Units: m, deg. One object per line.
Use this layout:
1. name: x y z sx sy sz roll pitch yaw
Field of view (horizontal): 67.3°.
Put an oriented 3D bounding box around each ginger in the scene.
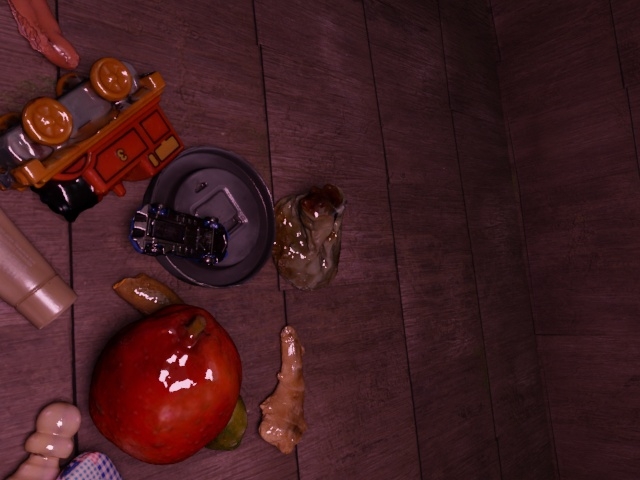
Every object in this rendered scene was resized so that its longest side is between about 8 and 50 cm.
1. ginger: -0.087 0.355 1.163 0.131 0.086 0.295 16 63 -32

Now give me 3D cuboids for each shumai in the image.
1. shumai: 0.000 0.000 1.227 0.272 0.203 0.222 57 50 -25

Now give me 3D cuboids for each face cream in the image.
1. face cream: -0.552 -0.002 0.785 0.137 0.084 0.341 -47 107 -28

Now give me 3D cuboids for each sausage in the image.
1. sausage: -0.539 -0.454 0.881 0.078 0.078 0.305 -32 103 -43

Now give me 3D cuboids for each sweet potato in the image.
1. sweet potato: -0.307 0.143 0.988 0.243 0.077 0.077 41 56 -30

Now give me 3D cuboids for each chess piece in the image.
1. chess piece: -0.457 0.356 0.796 0.094 0.094 0.171 30 59 -36

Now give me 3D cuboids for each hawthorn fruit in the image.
1. hawthorn fruit: -0.257 0.238 0.849 0.265 0.307 0.265 24 38 -20

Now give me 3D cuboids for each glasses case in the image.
1. glasses case: -0.364 0.509 0.816 0.125 0.076 0.328 -62 143 -63

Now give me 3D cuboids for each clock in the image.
1. clock: -0.241 -0.050 1.093 0.325 0.067 0.326 11 75 -43

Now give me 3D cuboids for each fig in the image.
1. fig: -0.204 0.386 1.019 0.123 0.123 0.156 -60 138 -33

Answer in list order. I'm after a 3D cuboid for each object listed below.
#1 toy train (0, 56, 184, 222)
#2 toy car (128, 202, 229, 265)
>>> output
1. toy train: -0.413 -0.193 0.898 0.369 0.163 0.232 -56 128 -35
2. toy car: -0.278 -0.008 0.959 0.216 0.063 0.103 16 72 -47
